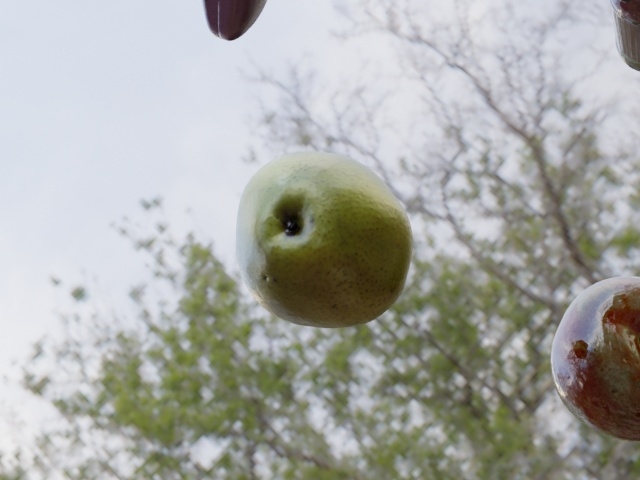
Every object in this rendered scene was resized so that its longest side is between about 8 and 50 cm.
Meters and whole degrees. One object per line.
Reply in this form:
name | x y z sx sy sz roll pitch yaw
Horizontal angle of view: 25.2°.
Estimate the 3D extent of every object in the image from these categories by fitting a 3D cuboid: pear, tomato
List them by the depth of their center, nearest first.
pear | 0.000 0.000 2.174 0.294 0.294 0.294 -33 -33 -25
tomato | 0.502 0.201 2.350 0.270 0.270 0.223 -33 -13 -24

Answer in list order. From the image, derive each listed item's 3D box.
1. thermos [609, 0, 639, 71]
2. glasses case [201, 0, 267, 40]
thermos | 0.470 -0.336 1.995 0.136 0.110 0.330 -24 -14 9
glasses case | -0.086 -0.360 1.577 0.316 0.075 0.123 96 -162 -48
